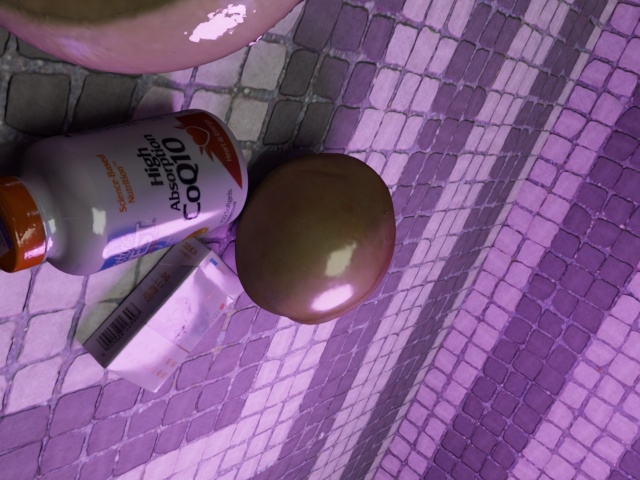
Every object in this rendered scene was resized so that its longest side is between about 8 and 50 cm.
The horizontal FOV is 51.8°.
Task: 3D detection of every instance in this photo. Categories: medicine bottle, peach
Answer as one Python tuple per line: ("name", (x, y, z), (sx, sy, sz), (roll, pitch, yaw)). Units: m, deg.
("medicine bottle", (-0.235, -0.054, 0.762), (0.289, 0.157, 0.157), (-25, 139, -44))
("peach", (0.000, 0.000, 1.075), (0.292, 0.247, 0.292), (-28, 143, -24))

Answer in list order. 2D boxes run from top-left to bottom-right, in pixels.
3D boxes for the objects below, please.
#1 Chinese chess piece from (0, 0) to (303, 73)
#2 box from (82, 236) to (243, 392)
("Chinese chess piece", (-0.136, -0.294, 0.488), (0.338, 0.338, 0.140), (-58, 172, 4))
("box", (-0.234, 0.115, 1.032), (0.233, 0.067, 0.149), (-49, 152, -10))
